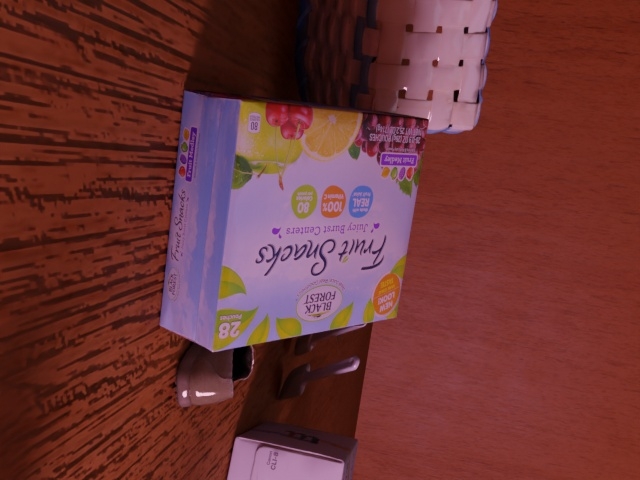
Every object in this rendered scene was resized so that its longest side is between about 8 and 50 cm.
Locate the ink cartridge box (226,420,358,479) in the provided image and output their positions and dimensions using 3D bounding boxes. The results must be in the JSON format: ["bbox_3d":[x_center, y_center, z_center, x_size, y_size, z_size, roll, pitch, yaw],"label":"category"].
[{"bbox_3d":[-0.034,0.294,0.955,0.176,0.128,0.128,35,65,-80],"label":"ink cartridge box"}]

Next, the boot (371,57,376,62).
[{"bbox_3d":[0.053,-0.239,1.211,0.121,0.045,0.099,-31,128,-70],"label":"boot"}]

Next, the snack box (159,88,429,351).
[{"bbox_3d":[-0.014,-0.018,0.624,0.207,0.070,0.174,-2,105,-46],"label":"snack box"}]

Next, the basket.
[{"bbox_3d":[0.068,-0.232,0.892,0.289,0.201,0.254,-134,-135,-57],"label":"basket"}]

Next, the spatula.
[{"bbox_3d":[0.008,0.117,1.060,0.242,0.019,0.168,-36,-148,61],"label":"spatula"}]

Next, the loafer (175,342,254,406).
[{"bbox_3d":[-0.079,0.094,0.697,0.148,0.050,0.056,-67,164,-57],"label":"loafer"}]

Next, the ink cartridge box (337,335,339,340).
[{"bbox_3d":[0.023,0.050,1.273,0.209,0.062,0.108,-66,163,-58],"label":"ink cartridge box"}]
